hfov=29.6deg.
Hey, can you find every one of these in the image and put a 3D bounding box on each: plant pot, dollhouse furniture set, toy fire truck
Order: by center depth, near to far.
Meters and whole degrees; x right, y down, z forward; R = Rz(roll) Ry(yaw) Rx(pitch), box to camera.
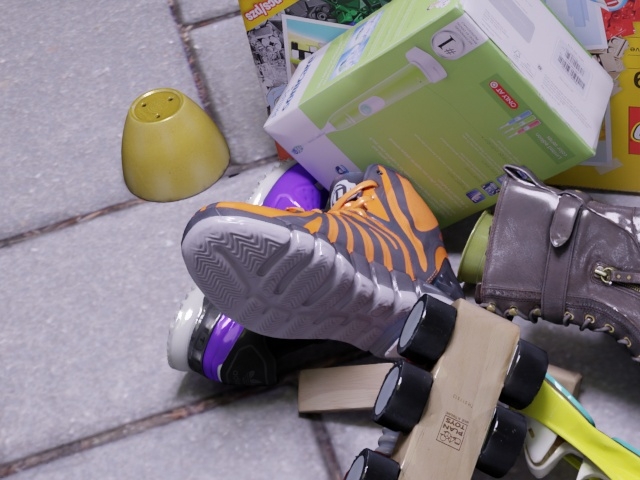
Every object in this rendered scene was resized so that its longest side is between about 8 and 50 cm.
[{"bbox_3d":[0.061,0.172,1.072,0.158,0.246,0.217,25,69,-6],"label":"toy fire truck"},{"bbox_3d":[0.182,0.143,1.157,0.114,0.091,0.081,16,5,-1],"label":"dollhouse furniture set"},{"bbox_3d":[0.192,0.021,1.238,0.079,0.083,0.083,24,54,17],"label":"plant pot"},{"bbox_3d":[-0.185,-0.126,1.461,0.134,0.095,0.134,-7,45,7],"label":"plant pot"}]

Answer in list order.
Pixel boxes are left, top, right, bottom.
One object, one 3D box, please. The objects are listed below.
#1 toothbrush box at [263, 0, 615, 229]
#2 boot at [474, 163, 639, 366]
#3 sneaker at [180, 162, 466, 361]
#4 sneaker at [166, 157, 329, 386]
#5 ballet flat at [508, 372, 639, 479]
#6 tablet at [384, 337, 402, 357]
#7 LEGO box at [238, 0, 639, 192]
[{"bbox_3d":[0.117,-0.136,1.228,0.283,0.206,0.122,-29,27,43],"label":"toothbrush box"},{"bbox_3d":[0.251,0.068,1.088,0.229,0.091,0.263,5,91,26],"label":"boot"},{"bbox_3d":[0.000,0.000,1.166,0.124,0.321,0.180,-40,43,32],"label":"sneaker"},{"bbox_3d":[-0.029,0.040,1.261,0.146,0.102,0.293,17,55,20],"label":"sneaker"},{"bbox_3d":[0.224,0.186,1.040,0.231,0.077,0.077,38,78,24],"label":"ballet flat"},{"bbox_3d":[0.107,0.098,1.155,0.083,0.054,0.006,6,49,-30],"label":"tablet"},{"bbox_3d":[0.178,-0.260,1.310,0.500,0.372,0.193,6,47,20],"label":"LEGO box"}]
